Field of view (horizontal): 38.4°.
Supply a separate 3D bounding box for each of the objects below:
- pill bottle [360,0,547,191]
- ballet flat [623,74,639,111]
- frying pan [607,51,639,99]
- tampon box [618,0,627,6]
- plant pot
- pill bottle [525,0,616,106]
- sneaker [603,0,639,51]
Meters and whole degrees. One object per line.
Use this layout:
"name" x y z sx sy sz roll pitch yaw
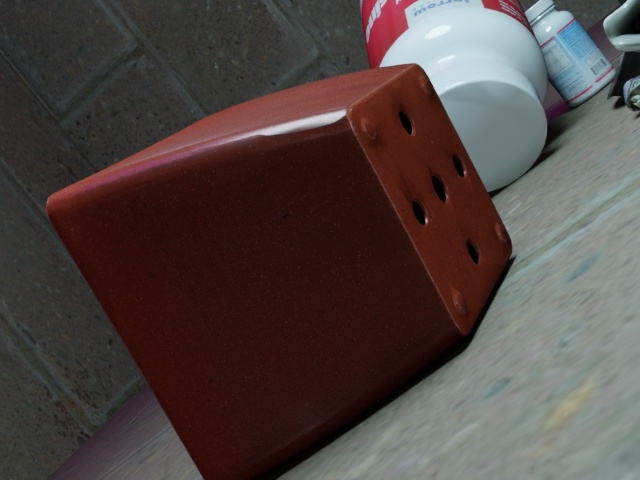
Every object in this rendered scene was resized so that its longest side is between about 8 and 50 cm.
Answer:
"pill bottle" 0.182 -0.253 1.275 0.229 0.229 0.407 -38 33 25
"ballet flat" 0.345 -0.159 0.906 0.041 0.041 0.114 -41 3 -35
"frying pan" 0.403 -0.267 1.144 0.326 0.053 0.197 -23 -49 -70
"tampon box" 0.530 -0.378 1.316 0.120 0.101 0.161 -39 2 -23
"plant pot" 0.000 0.000 0.747 0.236 0.267 0.267 -23 10 29
"pill bottle" 0.365 -0.287 1.389 0.087 0.160 0.087 -38 3 2
"sneaker" 0.381 -0.248 0.839 0.129 0.111 0.297 -18 -15 -25
